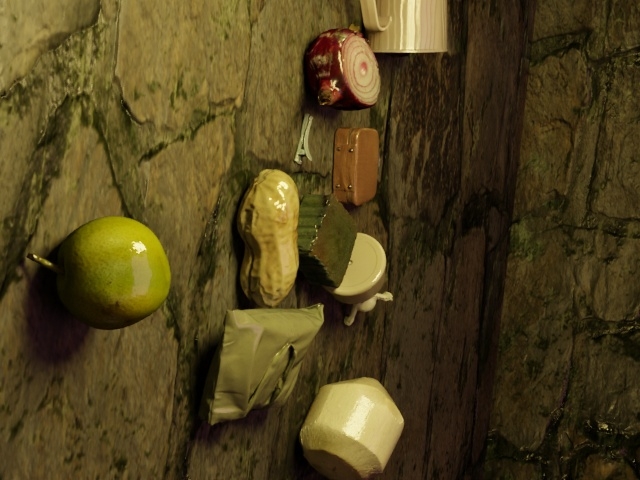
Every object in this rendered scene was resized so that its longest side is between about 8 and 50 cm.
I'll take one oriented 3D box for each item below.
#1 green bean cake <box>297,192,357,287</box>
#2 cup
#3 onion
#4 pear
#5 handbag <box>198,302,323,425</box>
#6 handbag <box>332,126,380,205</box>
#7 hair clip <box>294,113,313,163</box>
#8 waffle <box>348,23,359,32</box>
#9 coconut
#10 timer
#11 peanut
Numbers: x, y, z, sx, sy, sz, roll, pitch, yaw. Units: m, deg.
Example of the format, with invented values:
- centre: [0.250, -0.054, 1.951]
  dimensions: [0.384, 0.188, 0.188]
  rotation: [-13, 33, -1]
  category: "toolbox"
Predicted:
- centre: [0.000, 0.000, 2.012]
  dimensions: [0.181, 0.094, 0.173]
  rotation: [53, 49, -50]
  category: "green bean cake"
- centre: [0.187, -0.595, 2.143]
  dimensions: [0.288, 0.208, 0.273]
  rotation: [-7, 105, -25]
  category: "cup"
- centre: [0.032, -0.364, 1.939]
  dimensions: [0.218, 0.139, 0.195]
  rotation: [-59, 140, -38]
  category: "onion"
- centre: [-0.342, 0.051, 1.324]
  dimensions: [0.216, 0.166, 0.180]
  rotation: [2, 108, -37]
  category: "pear"
- centre: [-0.122, 0.252, 1.787]
  dimensions: [0.315, 0.109, 0.253]
  rotation: [1, 113, -59]
  category: "handbag"
- centre: [0.092, -0.189, 2.169]
  dimensions: [0.151, 0.072, 0.193]
  rotation: [-15, 109, -61]
  category: "handbag"
- centre: [-0.030, -0.232, 1.963]
  dimensions: [0.030, 0.039, 0.115]
  rotation: [24, 73, -67]
  category: "hair clip"
- centre: [0.100, -0.439, 2.174]
  dimensions: [0.191, 0.032, 0.125]
  rotation: [52, 48, -57]
  category: "waffle"
- centre: [0.080, 0.458, 2.137]
  dimensions: [0.266, 0.237, 0.237]
  rotation: [-54, 141, -35]
  category: "coconut"
- centre: [0.097, 0.119, 2.179]
  dimensions: [0.266, 0.175, 0.175]
  rotation: [68, 39, -56]
  category: "timer"
- centre: [-0.106, -0.002, 1.779]
  dimensions: [0.130, 0.130, 0.290]
  rotation: [-24, 117, -59]
  category: "peanut"
